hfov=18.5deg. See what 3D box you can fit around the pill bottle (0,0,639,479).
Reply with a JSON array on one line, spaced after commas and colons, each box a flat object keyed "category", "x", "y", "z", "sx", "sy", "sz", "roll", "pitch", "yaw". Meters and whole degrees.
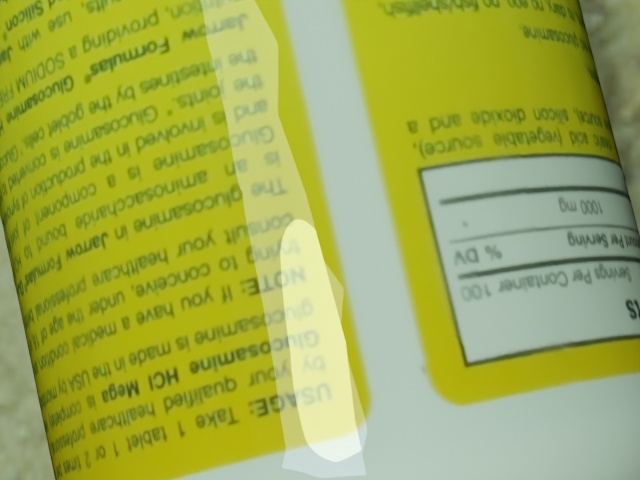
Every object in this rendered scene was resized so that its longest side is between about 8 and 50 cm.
[{"category": "pill bottle", "x": 0.000, "y": 0.000, "z": 0.594, "sx": 0.188, "sy": 0.188, "sz": 0.334, "roll": -14, "pitch": 81, "yaw": 10}]
